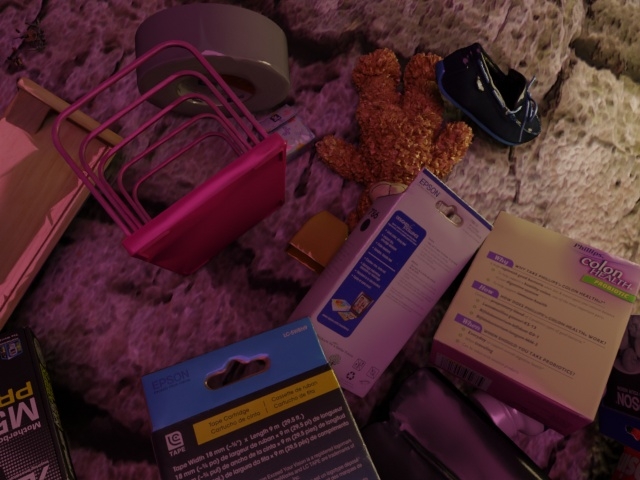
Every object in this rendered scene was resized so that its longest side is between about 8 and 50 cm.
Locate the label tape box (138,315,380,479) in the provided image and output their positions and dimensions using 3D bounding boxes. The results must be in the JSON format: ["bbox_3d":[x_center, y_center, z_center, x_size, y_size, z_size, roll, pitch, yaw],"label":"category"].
[{"bbox_3d":[-0.062,0.298,0.598,0.240,0.106,0.334,-17,62,-15],"label":"label tape box"}]

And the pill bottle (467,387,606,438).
[{"bbox_3d":[0.338,0.241,0.759,0.186,0.112,0.112,-25,87,-9],"label":"pill bottle"}]

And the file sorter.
[{"bbox_3d":[-0.181,-0.092,0.648,0.202,0.291,0.182,-38,86,-9],"label":"file sorter"}]

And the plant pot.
[{"bbox_3d":[0.000,0.000,0.765,0.081,0.081,0.083,34,75,-2],"label":"plant pot"}]

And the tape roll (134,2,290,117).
[{"bbox_3d":[-0.155,-0.252,0.701,0.219,0.219,0.073,-3,85,-7],"label":"tape roll"}]

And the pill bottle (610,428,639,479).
[{"bbox_3d":[0.543,0.441,0.702,0.229,0.229,0.408,30,81,-3],"label":"pill bottle"}]

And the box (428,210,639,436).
[{"bbox_3d":[0.311,0.114,0.704,0.213,0.117,0.243,25,67,22],"label":"box"}]

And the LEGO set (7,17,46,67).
[{"bbox_3d":[-0.473,-0.320,0.775,0.083,0.023,0.054,-42,88,4],"label":"LEGO set"}]

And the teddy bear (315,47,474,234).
[{"bbox_3d":[0.125,-0.161,0.779,0.245,0.113,0.338,23,82,-1],"label":"teddy bear"}]

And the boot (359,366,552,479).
[{"bbox_3d":[0.184,0.442,0.614,0.367,0.146,0.445,-43,71,-10],"label":"boot"}]

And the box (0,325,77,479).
[{"bbox_3d":[-0.448,0.246,0.543,0.269,0.060,0.216,-20,59,-24],"label":"box"}]

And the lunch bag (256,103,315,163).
[{"bbox_3d":[-0.060,-0.177,0.789,0.071,0.053,0.083,-33,79,-10],"label":"lunch bag"}]

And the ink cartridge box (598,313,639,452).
[{"bbox_3d":[0.469,0.215,0.730,0.045,0.206,0.209,4,83,0],"label":"ink cartridge box"}]

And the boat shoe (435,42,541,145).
[{"bbox_3d":[0.293,-0.223,0.761,0.258,0.089,0.109,10,62,-39],"label":"boat shoe"}]

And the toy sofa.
[{"bbox_3d":[-0.451,-0.041,0.697,0.150,0.177,0.363,33,80,-27],"label":"toy sofa"}]

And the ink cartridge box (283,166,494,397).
[{"bbox_3d":[0.095,0.064,0.713,0.165,0.065,0.333,35,96,-24],"label":"ink cartridge box"}]
